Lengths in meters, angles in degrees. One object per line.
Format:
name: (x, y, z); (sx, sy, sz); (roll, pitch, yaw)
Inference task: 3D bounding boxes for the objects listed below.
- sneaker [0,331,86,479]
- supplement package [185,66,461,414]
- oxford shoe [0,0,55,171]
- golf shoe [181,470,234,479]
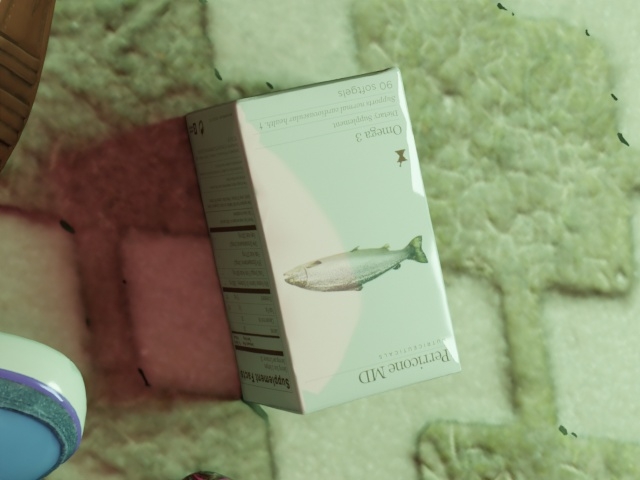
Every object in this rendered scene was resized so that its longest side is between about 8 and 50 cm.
sneaker: (-0.263, 0.177, 0.856); (0.323, 0.130, 0.236); (-8, 47, -8)
supplement package: (0.000, 0.000, 1.039); (0.105, 0.105, 0.179); (-14, 94, -20)
oxford shoe: (-0.218, -0.123, 0.976); (0.130, 0.123, 0.348); (24, 81, 9)
golf shoe: (-0.024, 0.215, 1.048); (0.067, 0.086, 0.186); (-39, 80, -3)
